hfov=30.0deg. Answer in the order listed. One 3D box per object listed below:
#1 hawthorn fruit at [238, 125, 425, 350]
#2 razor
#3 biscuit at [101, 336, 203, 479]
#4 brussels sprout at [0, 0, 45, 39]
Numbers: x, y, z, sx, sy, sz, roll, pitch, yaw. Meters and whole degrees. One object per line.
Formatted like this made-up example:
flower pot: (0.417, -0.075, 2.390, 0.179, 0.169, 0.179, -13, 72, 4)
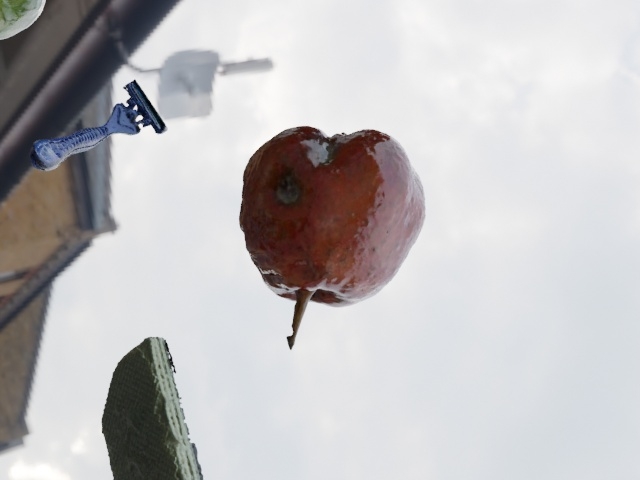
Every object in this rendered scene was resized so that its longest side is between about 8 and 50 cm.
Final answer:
hawthorn fruit: (0.000, 0.000, 1.288, 0.207, 0.207, 0.243, -5, -114, 57)
razor: (-0.328, -0.147, 1.701, 0.056, 0.324, 0.093, -33, -85, 27)
biscuit: (-0.245, 0.273, 1.671, 0.150, 0.052, 0.252, -39, -126, 33)
brussels sprout: (-0.442, -0.333, 1.631, 0.149, 0.122, 0.152, -42, -149, 28)
